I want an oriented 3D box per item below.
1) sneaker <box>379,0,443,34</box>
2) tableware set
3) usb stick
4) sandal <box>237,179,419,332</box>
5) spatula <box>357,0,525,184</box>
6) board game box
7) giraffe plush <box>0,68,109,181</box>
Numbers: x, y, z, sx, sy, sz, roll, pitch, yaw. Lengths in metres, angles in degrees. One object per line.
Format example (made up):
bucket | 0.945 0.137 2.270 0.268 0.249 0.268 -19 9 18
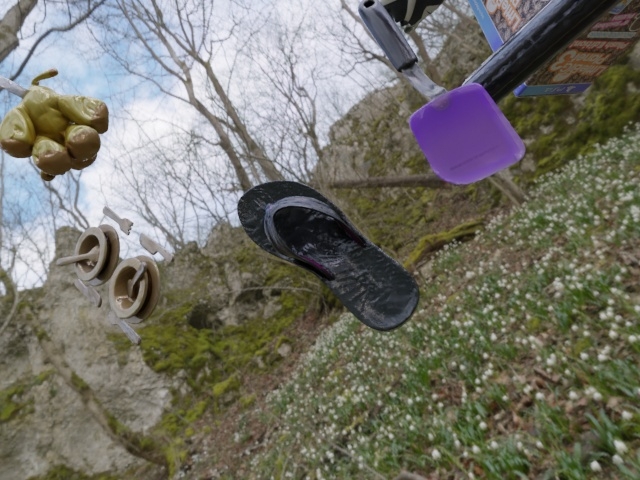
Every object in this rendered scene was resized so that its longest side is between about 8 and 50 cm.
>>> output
sneaker | 0.112 -0.472 0.810 0.153 0.235 0.094 -51 -1 27
tableware set | -0.275 0.037 0.582 0.039 0.194 0.128 16 -82 -54
usb stick | 0.241 -0.222 0.420 0.045 0.077 0.278 37 -40 -10
sandal | 0.003 -0.001 0.881 0.168 0.445 0.107 -52 -24 -7
spatula | 0.104 -0.180 0.484 0.084 0.297 0.030 -27 -33 6
board game box | 0.380 -0.399 0.650 0.141 0.232 0.291 -9 -22 -17
giraffe plush | -0.497 -0.192 0.848 0.181 0.210 0.170 -45 -8 -24
